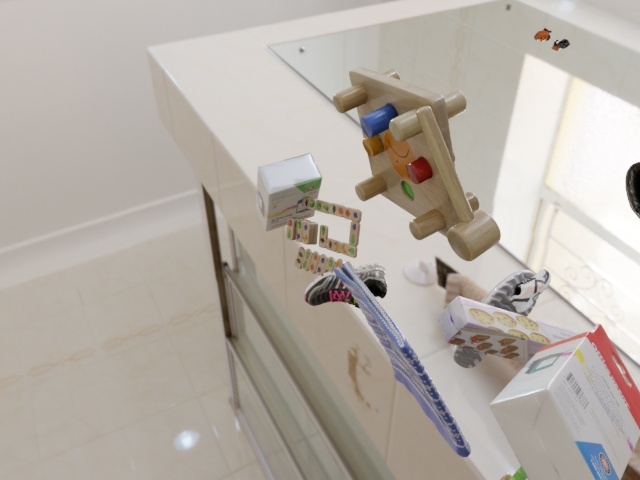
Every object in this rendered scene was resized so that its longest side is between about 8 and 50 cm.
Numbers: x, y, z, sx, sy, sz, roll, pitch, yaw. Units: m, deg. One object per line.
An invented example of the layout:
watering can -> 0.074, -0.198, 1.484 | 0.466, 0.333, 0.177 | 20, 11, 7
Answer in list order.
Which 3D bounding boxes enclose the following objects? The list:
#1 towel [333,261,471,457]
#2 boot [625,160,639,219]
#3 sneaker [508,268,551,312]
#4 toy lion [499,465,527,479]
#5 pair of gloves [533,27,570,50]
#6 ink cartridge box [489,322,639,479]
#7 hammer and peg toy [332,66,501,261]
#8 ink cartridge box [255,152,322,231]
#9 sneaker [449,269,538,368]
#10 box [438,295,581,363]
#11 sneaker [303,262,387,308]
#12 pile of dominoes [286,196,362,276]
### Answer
towel -> 0.140, 0.209, 1.040 | 0.040, 0.243, 0.336 | -34, -54, -3
boot -> 0.530, -0.008, 0.914 | 0.076, 0.190, 0.208 | -28, -27, 23
sneaker -> 0.421, 0.093, 1.222 | 0.044, 0.040, 0.109 | 46, -108, -7
toy lion -> 0.228, 0.313, 0.749 | 0.100, 0.034, 0.096 | -40, -29, -20
pair of gloves -> 0.566, -0.490, 1.491 | 0.083, 0.074, 0.010 | 24, -90, -3
ink cartridge box -> 0.309, 0.201, 0.734 | 0.078, 0.134, 0.231 | -32, -9, 39
hammer and peg toy -> 0.167, -0.135, 0.980 | 0.127, 0.361, 0.266 | -27, -57, -15
ink cartridge box -> -0.090, -0.128, 1.657 | 0.154, 0.093, 0.212 | -18, -21, -16
sneaker -> 0.406, 0.173, 1.474 | 0.105, 0.115, 0.281 | 43, -86, -12
box -> 0.364, 0.178, 1.114 | 0.324, 0.067, 0.063 | 18, -51, -24
sneaker -> 0.054, 0.098, 1.169 | 0.170, 0.075, 0.063 | -14, -44, -8
pile of dominoes -> 0.000, 0.000, 1.529 | 0.040, 0.251, 0.196 | -3, -77, -37
